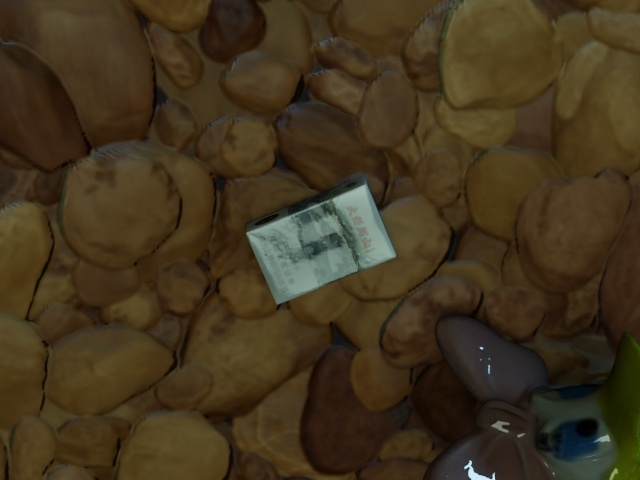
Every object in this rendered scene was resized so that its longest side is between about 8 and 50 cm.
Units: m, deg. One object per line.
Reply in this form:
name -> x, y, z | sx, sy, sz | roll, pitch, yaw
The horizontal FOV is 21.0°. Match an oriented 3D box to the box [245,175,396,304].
box -> 0.000, 0.000, 1.097 | 0.083, 0.024, 0.054 | -22, 105, 3

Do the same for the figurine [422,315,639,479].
figurine -> 0.274, 0.151, 1.099 | 0.421, 0.154, 0.193 | 23, 138, -17
